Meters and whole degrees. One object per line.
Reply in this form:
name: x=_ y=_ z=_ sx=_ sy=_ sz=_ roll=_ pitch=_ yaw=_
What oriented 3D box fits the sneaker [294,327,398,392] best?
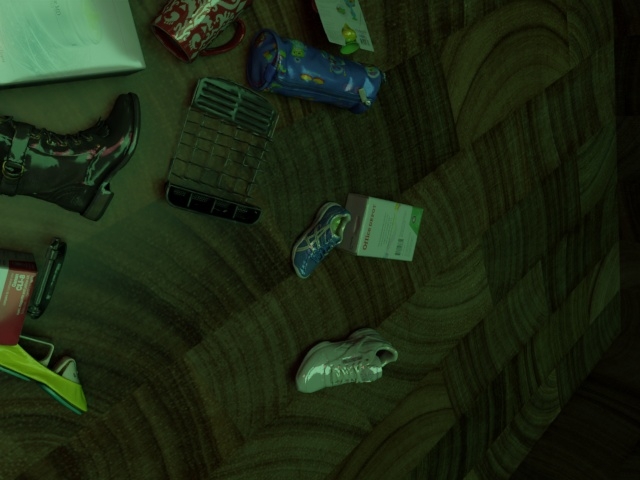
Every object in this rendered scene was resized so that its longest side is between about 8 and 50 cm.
sneaker: x=0.074 y=0.332 z=1.187 sx=0.305 sy=0.152 sz=0.114 roll=-20 pitch=115 yaw=-29

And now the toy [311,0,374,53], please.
toy: x=0.023 y=-0.513 z=0.953 sx=0.137 sy=0.056 sz=0.237 roll=-10 pitch=77 yaw=-40

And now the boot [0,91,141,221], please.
boot: x=-0.441 y=-0.164 z=0.716 sx=0.229 sy=0.091 sz=0.262 roll=22 pitch=91 yaw=-38

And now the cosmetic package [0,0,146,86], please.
cosmetic package: x=-0.416 y=-0.355 z=0.654 sx=0.225 sy=0.138 sz=0.224 roll=-22 pitch=115 yaw=-31

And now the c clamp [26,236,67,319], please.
c clamp: x=-0.465 y=0.065 z=0.740 sx=0.022 sy=0.137 sz=0.160 roll=18 pitch=97 yaw=-20

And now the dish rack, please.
dish rack: x=-0.191 y=-0.183 z=0.895 sx=0.208 sy=0.074 sz=0.271 roll=14 pitch=99 yaw=-38

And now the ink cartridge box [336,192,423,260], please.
ink cartridge box: x=0.163 y=-0.033 z=1.187 sx=0.212 sy=0.093 sz=0.154 roll=7 pitch=98 yaw=-38

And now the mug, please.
mug: x=-0.208 y=-0.408 z=0.808 sx=0.150 sy=0.113 sz=0.169 roll=43 pitch=80 yaw=-34

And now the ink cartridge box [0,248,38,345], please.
ink cartridge box: x=-0.556 y=0.076 z=0.674 sx=0.176 sy=0.128 sz=0.127 roll=16 pitch=93 yaw=-38

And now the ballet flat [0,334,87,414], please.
ballet flat: x=-0.501 y=0.233 z=0.797 sx=0.231 sy=0.077 sz=0.077 roll=51 pitch=55 yaw=-32

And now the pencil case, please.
pencil case: x=-0.004 y=-0.357 z=0.956 sx=0.306 sy=0.133 sz=0.119 roll=2 pitch=135 yaw=-35

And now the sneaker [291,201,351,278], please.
sneaker: x=0.000 y=0.000 z=1.086 sx=0.080 sy=0.081 sz=0.211 roll=31 pitch=85 yaw=-39
